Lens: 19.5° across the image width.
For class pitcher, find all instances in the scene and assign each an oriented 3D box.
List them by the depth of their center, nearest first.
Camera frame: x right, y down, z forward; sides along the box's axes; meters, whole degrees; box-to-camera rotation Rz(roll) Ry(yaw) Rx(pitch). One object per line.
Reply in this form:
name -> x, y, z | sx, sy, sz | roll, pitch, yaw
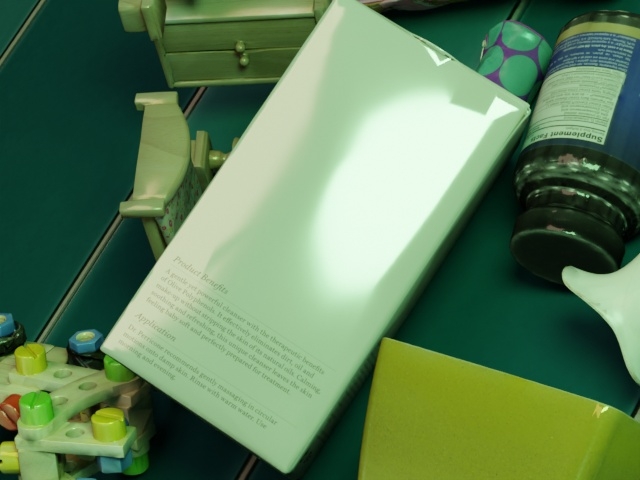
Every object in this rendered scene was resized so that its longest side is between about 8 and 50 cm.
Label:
pitcher -> 0.318, 0.047, 1.437 | 0.207, 0.125, 0.177 | -30, 77, 13

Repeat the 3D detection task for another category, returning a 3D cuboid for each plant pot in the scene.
plant pot -> 0.145, 0.210, 1.370 | 0.212, 0.212, 0.187 | 15, 79, 41

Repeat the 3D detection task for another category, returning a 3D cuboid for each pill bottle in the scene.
pill bottle -> 0.233, -0.076, 1.575 | 0.123, 0.123, 0.219 | 1, 59, 35

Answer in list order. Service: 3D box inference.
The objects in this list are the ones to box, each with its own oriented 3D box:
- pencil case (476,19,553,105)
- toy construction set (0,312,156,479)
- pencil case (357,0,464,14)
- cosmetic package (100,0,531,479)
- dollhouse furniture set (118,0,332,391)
pencil case -> 0.153, -0.126, 1.711 | 0.070, 0.064, 0.151 | 23, 71, 27
toy construction set -> -0.289, 0.149, 1.701 | 0.328, 0.151, 0.215 | 21, 34, 18
pencil case -> 0.115, -0.291, 1.803 | 0.386, 0.167, 0.160 | -5, 87, 33
cosmetic package -> 0.000, 0.000, 1.579 | 0.197, 0.155, 0.365 | 34, 83, 8
dollhouse furniture set -> -0.081, -0.083, 1.700 | 0.174, 0.303, 0.355 | -3, 55, 8
